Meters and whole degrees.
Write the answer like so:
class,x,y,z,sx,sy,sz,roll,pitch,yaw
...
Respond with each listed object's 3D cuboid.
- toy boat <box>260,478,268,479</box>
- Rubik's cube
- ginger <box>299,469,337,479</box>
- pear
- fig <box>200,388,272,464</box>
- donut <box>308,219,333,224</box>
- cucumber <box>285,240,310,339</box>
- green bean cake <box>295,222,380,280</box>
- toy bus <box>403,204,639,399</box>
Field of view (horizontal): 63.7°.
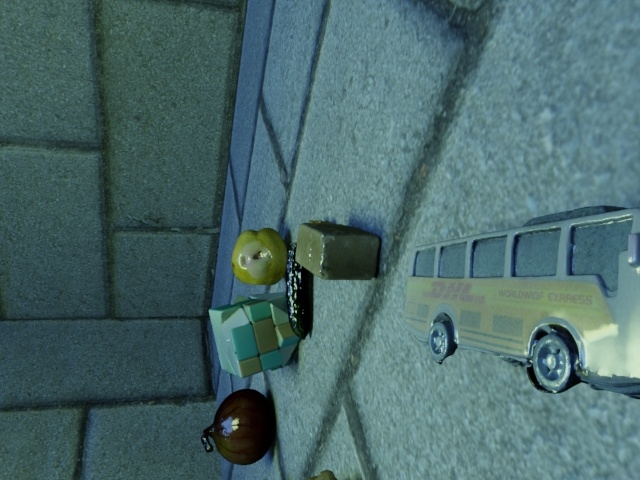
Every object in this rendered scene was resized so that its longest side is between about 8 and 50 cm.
class,x,y,z,sx,sy,sz,roll,pitch,yaw
toy boat,-0.120,0.787,1.359,0.199,0.100,0.291,132,136,-63
Rubik's cube,-0.171,0.258,1.421,0.265,0.212,0.225,-8,95,61
ginger,-0.005,0.529,0.974,0.354,0.126,0.190,139,125,-65
pear,-0.175,0.045,1.498,0.178,0.177,0.178,-178,90,-73
fig,-0.250,0.588,1.646,0.235,0.214,0.235,16,-90,-86
donut,0.000,0.000,1.146,0.108,0.043,0.097,-155,68,-70
cucumber,-0.055,0.121,1.272,0.067,0.067,0.246,168,105,-72
green bean cake,0.026,0.017,0.950,0.179,0.109,0.085,-151,63,-71
toy bus,0.188,0.055,0.463,0.342,0.097,0.138,159,118,-73
